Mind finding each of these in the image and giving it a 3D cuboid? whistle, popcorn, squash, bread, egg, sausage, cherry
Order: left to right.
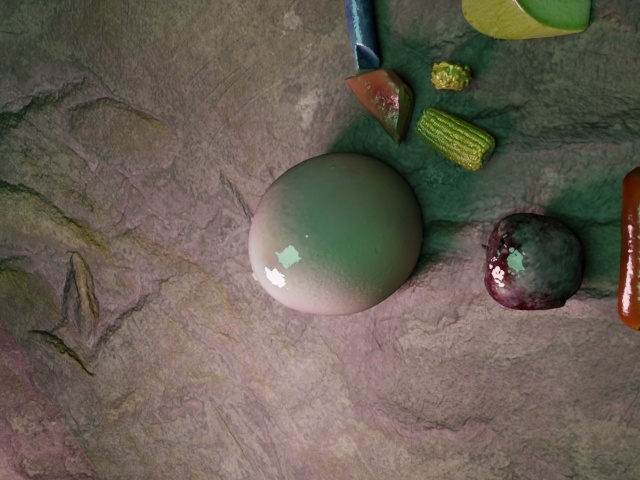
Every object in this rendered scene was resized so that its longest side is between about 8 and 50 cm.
[{"bbox_3d":[0.000,0.000,1.570,0.354,0.339,0.355,10,108,33],"label":"egg"},{"bbox_3d":[0.076,-0.515,1.559,0.062,0.062,0.304,-3,100,37],"label":"whistle"},{"bbox_3d":[0.140,-0.304,1.559,0.192,0.067,0.119,56,134,13],"label":"bread"},{"bbox_3d":[0.261,-0.325,1.462,0.082,0.083,0.057,-148,62,-63],"label":"popcorn"},{"bbox_3d":[0.376,-0.492,1.373,0.204,0.155,0.237,-6,98,0],"label":"squash"},{"bbox_3d":[0.401,0.040,1.390,0.195,0.195,0.195,10,107,34],"label":"cherry"},{"bbox_3d":[0.578,0.018,1.310,0.089,0.083,0.300,7,105,47],"label":"sausage"}]

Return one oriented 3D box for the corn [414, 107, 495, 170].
[{"bbox_3d":[0.270,-0.207,1.491,0.165,0.063,0.085,37,130,25],"label":"corn"}]
